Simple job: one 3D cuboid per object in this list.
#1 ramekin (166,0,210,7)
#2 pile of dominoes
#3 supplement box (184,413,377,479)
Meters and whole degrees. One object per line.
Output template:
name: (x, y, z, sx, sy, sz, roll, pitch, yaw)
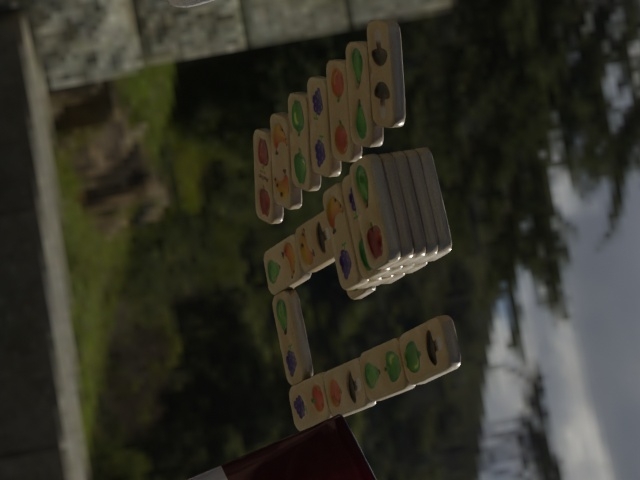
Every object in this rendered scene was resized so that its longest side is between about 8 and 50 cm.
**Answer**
ramekin: (-0.055, -0.266, 1.374, 0.109, 0.207, 0.207, 53, 10, -23)
pile of dominoes: (0.000, 0.000, 1.148, 0.251, 0.040, 0.196, 147, -67, -64)
supplement box: (0.002, 0.205, 0.842, 0.073, 0.130, 0.239, 79, -14, -53)
